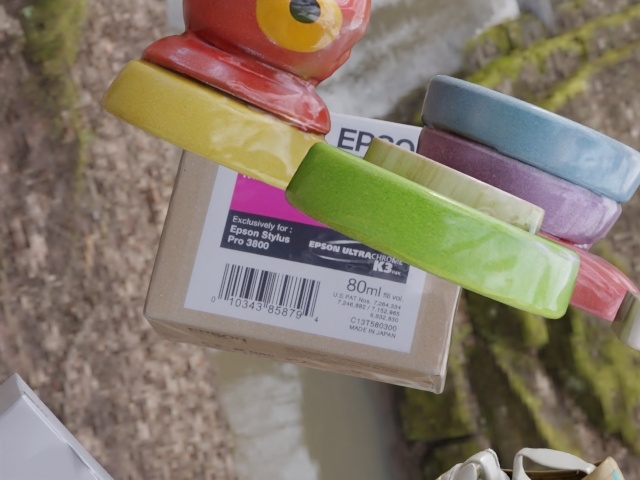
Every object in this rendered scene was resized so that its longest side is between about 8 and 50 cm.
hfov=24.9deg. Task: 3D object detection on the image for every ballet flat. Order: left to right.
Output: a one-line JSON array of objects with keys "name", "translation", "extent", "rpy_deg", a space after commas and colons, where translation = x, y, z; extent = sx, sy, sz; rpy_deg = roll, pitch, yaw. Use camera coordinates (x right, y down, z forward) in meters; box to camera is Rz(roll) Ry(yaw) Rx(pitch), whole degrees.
[{"name": "ballet flat", "translation": [0.174, 0.220, 1.306], "extent": [0.080, 0.232, 0.073], "rpy_deg": [-31, 110, -51]}]

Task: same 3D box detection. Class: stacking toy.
[{"name": "stacking toy", "translation": [0.080, -0.053, 0.716], "extent": [0.309, 0.279, 0.130], "rpy_deg": [20, 95, -33]}]

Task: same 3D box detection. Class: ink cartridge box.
[{"name": "ink cartridge box", "translation": [0.000, 0.000, 1.129], "extent": [0.088, 0.235, 0.193], "rpy_deg": [75, 26, -74]}]

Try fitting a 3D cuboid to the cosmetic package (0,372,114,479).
[{"name": "cosmetic package", "translation": [-0.265, 0.220, 1.035], "extent": [0.127, 0.238, 0.107], "rpy_deg": [53, -12, -14]}]
